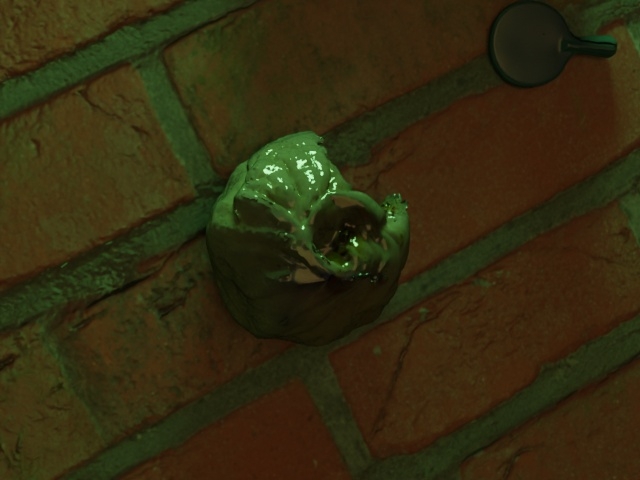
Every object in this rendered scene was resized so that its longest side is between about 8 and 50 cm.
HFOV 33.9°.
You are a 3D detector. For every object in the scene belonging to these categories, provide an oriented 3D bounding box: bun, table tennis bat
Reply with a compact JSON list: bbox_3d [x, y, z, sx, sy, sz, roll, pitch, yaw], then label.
[{"bbox_3d":[-0.011,0.011,1.324,0.281,0.205,0.282,-2,96,-17],"label":"bun"},{"bbox_3d":[0.336,-0.282,1.513,0.201,0.033,0.124,-1,96,-16],"label":"table tennis bat"}]
